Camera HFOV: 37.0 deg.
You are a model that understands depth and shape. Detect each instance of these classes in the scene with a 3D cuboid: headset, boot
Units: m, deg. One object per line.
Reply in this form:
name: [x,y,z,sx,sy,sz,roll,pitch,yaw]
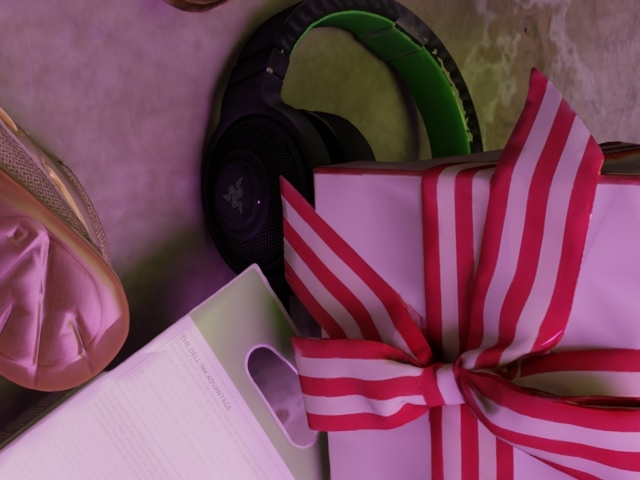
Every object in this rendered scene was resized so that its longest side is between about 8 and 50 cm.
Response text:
headset: [0.000,0.000,0.739,0.243,0.185,0.394,30,62,-34]
boot: [-0.203,-0.048,0.506,0.095,0.203,0.262,-43,103,-4]

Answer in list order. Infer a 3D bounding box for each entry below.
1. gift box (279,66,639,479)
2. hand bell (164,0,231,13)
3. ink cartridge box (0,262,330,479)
gift box: [0.134,0.039,0.581,0.258,0.255,0.277,-13,98,-44]
hand bell: [-0.014,-0.245,0.702,0.242,0.126,0.126,-26,113,-48]
ink cartridge box: [-0.094,0.148,0.594,0.235,0.056,0.171,-38,104,-30]
